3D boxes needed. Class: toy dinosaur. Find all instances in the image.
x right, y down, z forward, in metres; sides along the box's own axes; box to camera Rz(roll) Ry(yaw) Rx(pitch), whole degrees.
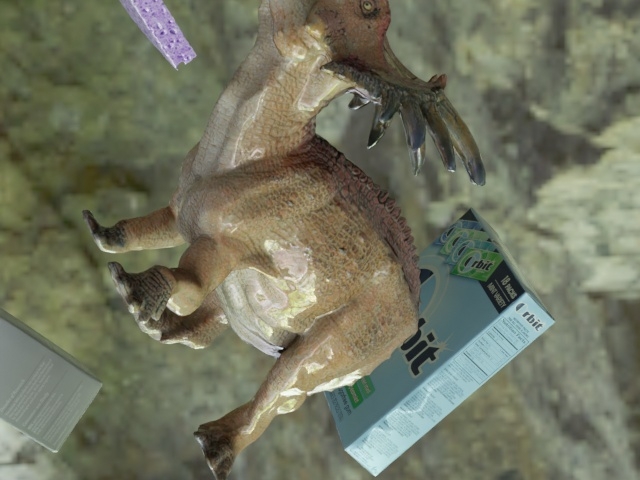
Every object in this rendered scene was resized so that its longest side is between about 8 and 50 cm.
[{"bbox_3d":[0.000,0.000,0.786,0.127,0.200,0.295,57,-10,42],"label":"toy dinosaur"}]

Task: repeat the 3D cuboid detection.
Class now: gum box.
[{"bbox_3d":[0.083,0.076,1.259,0.041,0.184,0.157,44,11,-25],"label":"gum box"}]

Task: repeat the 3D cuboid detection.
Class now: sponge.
[{"bbox_3d":[-0.199,-0.269,1.607,0.117,0.031,0.210,51,-4,30],"label":"sponge"}]

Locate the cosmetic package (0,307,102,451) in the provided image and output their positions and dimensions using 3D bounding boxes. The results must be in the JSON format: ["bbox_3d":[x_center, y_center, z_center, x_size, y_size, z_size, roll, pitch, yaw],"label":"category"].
[{"bbox_3d":[-0.370,0.121,1.739,0.107,0.238,0.127,-57,-156,-4],"label":"cosmetic package"}]
